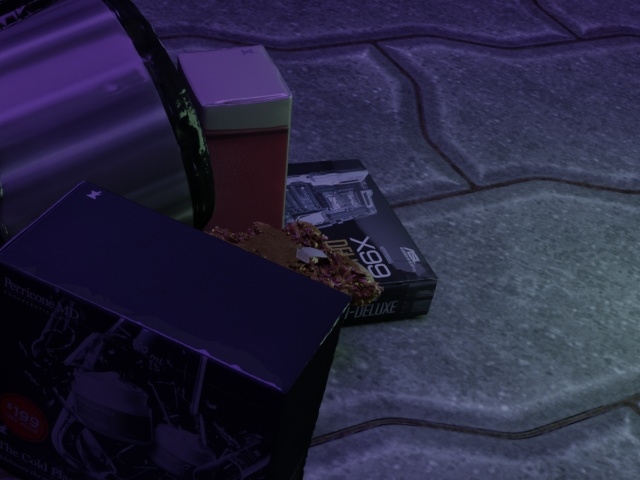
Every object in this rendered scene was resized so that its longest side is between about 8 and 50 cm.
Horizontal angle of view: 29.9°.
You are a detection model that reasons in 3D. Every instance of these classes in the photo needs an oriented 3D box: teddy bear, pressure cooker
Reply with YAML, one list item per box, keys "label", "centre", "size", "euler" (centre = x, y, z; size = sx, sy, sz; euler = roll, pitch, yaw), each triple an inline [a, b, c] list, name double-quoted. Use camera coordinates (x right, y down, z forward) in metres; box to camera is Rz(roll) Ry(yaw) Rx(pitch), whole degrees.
- label: "teddy bear"
  centre: [-0.069, 0.053, 1.508]
  size: [0.245, 0.113, 0.338]
  euler: [31, 21, 15]
- label: "pressure cooker"
  centre: [-0.386, -0.094, 1.512]
  size: [0.420, 0.370, 0.375]
  euler: [-26, 49, -19]

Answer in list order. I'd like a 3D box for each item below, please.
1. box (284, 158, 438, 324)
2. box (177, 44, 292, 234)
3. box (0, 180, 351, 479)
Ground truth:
- label: "box"
  centre: [0.000, 0.000, 1.778]
  size: [0.242, 0.076, 0.307]
  euler: [-5, 40, -22]
- label: "box"
  centre: [-0.124, -0.132, 1.661]
  size: [0.127, 0.232, 0.148]
  euler: [-9, 39, -17]
- label: "box"
  centre: [-0.178, 0.156, 1.325]
  size: [0.343, 0.312, 0.179]
  euler: [22, 37, 13]
